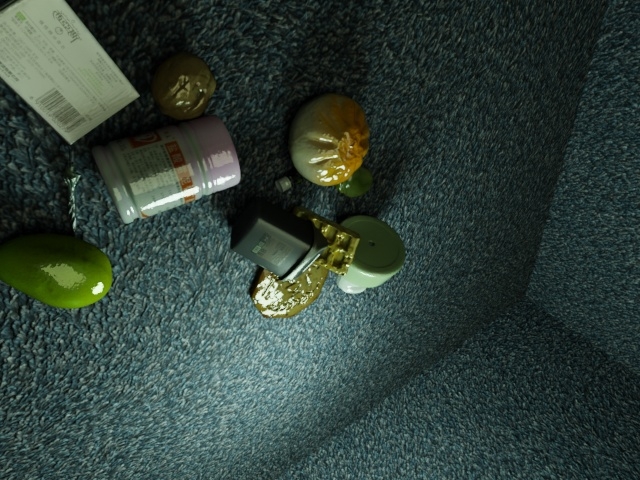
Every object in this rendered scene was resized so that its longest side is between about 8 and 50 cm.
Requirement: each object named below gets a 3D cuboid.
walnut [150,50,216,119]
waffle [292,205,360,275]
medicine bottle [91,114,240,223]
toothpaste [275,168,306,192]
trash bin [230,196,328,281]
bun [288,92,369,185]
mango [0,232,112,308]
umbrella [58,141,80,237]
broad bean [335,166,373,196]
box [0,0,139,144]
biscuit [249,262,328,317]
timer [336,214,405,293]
[{"bbox_3d":[-0.339,-0.379,1.016,0.166,0.149,0.166,-50,171,-11],"label":"walnut"},{"bbox_3d":[0.000,0.000,1.485,0.057,0.274,0.168,-37,149,-62],"label":"waffle"},{"bbox_3d":[-0.388,-0.189,1.068,0.315,0.202,0.202,-25,133,-22],"label":"medicine bottle"},{"bbox_3d":[-0.065,-0.230,1.409,0.193,0.045,0.071,-33,134,-23],"label":"toothpaste"},{"bbox_3d":[-0.137,0.003,1.377,0.290,0.182,0.209,30,118,-27],"label":"trash bin"},{"bbox_3d":[0.051,-0.316,1.323,0.298,0.164,0.299,-21,125,-34],"label":"bun"},{"bbox_3d":[-0.677,0.074,1.076,0.185,0.149,0.273,-45,132,1],"label":"mango"},{"bbox_3d":[-0.628,-0.118,1.052,0.044,0.044,0.269,7,121,-10],"label":"umbrella"},{"bbox_3d":[0.124,-0.220,1.531,0.174,0.082,0.124,20,105,-43],"label":"broad bean"},{"bbox_3d":[-0.553,-0.368,0.872,0.194,0.111,0.260,-39,134,-9],"label":"box"},{"bbox_3d":[-0.116,0.174,1.665,0.359,0.046,0.359,-20,131,-24],"label":"biscuit"},{"bbox_3d":[0.156,0.101,1.696,0.290,0.291,0.315,-16,150,-29],"label":"timer"}]
